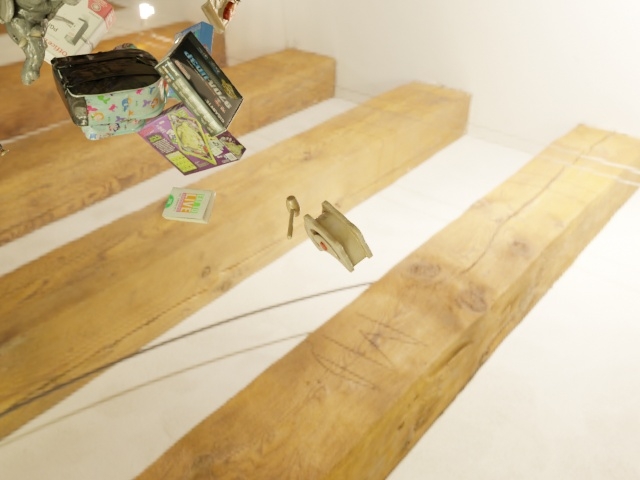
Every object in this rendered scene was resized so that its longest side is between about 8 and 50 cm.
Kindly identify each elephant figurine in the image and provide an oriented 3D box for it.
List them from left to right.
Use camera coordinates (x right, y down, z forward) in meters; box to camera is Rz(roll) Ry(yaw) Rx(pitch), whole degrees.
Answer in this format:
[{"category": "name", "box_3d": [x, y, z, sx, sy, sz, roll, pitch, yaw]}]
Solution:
[{"category": "elephant figurine", "box_3d": [-0.626, -0.493, 1.519, 0.169, 0.239, 0.186, 28, -141, -30]}]

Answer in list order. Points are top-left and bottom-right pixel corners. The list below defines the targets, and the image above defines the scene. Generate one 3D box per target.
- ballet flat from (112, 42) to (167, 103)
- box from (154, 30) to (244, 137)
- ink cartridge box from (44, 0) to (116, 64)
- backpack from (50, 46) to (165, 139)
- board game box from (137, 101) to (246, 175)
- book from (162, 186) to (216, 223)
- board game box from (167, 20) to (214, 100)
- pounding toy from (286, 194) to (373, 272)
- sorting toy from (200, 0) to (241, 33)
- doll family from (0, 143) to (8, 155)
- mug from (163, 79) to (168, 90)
[{"category": "ballet flat", "box_3d": [-0.519, -0.474, 2.040, 0.079, 0.221, 0.076, 9, -121, 30]}, {"category": "box", "box_3d": [-0.293, -0.386, 1.757, 0.051, 0.220, 0.175, -25, -152, 27]}, {"category": "ink cartridge box", "box_3d": [-0.692, -0.587, 1.955, 0.159, 0.092, 0.217, 33, -102, -4]}, {"category": "backpack", "box_3d": [-0.520, -0.380, 1.798, 0.254, 0.191, 0.225, -21, -130, -21]}, {"category": "board game box", "box_3d": [-0.375, -0.287, 2.024, 0.347, 0.208, 0.056, -5, -128, 54]}, {"category": "book", "box_3d": [-0.377, -0.103, 2.052, 0.144, 0.035, 0.096, 5, -111, 26]}, {"category": "board game box", "box_3d": [-0.398, -0.545, 2.178, 0.047, 0.210, 0.160, 12, 171, -41]}, {"category": "pounding toy", "box_3d": [0.000, 0.000, 1.908, 0.155, 0.154, 0.269, -37, -128, -13]}, {"category": "sorting toy", "box_3d": [-0.299, -0.815, 2.288, 0.041, 0.229, 0.307, 30, 177, 9]}, {"category": "doll family", "box_3d": [-0.867, -0.228, 1.780, 0.076, 0.111, 0.193, -36, -157, 7]}, {"category": "mug", "box_3d": [-0.612, -0.538, 2.378, 0.169, 0.113, 0.150, 28, -132, 6]}]
